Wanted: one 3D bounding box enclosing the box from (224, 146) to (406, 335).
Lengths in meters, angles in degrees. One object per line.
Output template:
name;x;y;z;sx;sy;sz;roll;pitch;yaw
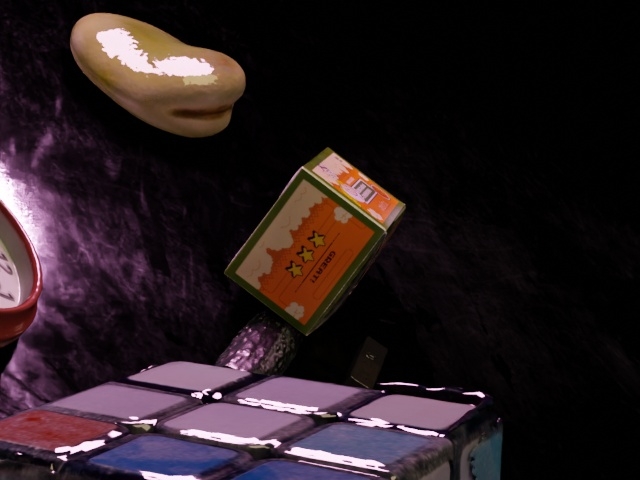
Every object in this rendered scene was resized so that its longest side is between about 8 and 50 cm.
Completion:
box;0.000;0.000;2.089;0.148;0.177;0.195;38;14;2

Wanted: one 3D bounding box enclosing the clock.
clock;-0.442;-0.005;1.750;0.318;0.080;0.318;39;18;-16

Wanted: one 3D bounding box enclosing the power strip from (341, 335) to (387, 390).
power strip;0.058;0.167;2.100;0.038;0.029;0.111;34;30;-4

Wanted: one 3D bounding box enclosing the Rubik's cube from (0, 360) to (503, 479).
Rubik's cube;-0.070;0.312;1.296;0.362;0.358;0.363;9;13;25

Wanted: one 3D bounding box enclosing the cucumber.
cucumber;-0.071;0.136;1.975;0.078;0.062;0.211;37;29;0

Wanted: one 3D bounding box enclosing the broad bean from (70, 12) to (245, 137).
broad bean;-0.243;-0.238;2.303;0.263;0.121;0.189;26;33;12
